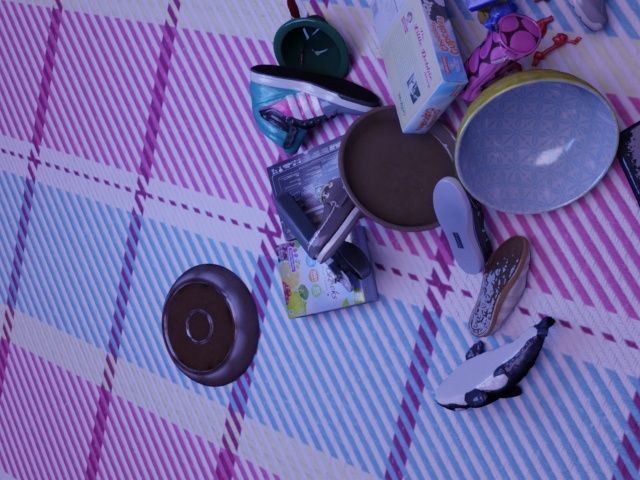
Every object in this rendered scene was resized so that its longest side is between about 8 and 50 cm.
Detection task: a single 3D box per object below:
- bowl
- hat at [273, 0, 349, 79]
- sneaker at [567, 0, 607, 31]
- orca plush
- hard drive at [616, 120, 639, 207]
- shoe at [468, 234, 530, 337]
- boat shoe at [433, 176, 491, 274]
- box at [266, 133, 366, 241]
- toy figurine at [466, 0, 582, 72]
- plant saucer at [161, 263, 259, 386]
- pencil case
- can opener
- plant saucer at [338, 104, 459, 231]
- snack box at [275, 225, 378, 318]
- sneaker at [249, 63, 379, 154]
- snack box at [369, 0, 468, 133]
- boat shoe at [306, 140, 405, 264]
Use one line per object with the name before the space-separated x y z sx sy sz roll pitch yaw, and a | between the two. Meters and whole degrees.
bowl | 0.387 -0.206 1.501 0.289 0.289 0.156 -37 29 27
hat | -0.006 -0.479 1.840 0.173 0.183 0.208 -5 132 23
sneaker | 0.497 -0.525 1.475 0.115 0.105 0.281 -10 85 32
orca plush | 0.364 0.260 1.603 0.287 0.102 0.151 -47 22 14
hard drive | 0.651 -0.167 1.413 0.255 0.054 0.172 -26 77 30
shoe | 0.360 0.093 1.605 0.076 0.058 0.219 35 105 48
boat shoe | 0.287 -0.039 1.575 0.080 0.076 0.228 10 134 46
box | 0.002 -0.116 1.822 0.231 0.056 0.183 -20 81 31
toy figurine | 0.334 -0.513 1.513 0.191 0.217 0.362 -14 84 32
plant saucer | -0.290 0.213 2.017 0.311 0.050 0.310 1 91 33
pencil case | 0.316 -0.327 1.485 0.095 0.209 0.098 19 70 -6
can opener | 0.000 0.000 1.750 0.093 0.074 0.280 -36 64 -13
plant saucer | 0.167 -0.143 1.633 0.277 0.278 0.041 67 161 13
snack box | 0.012 0.072 1.810 0.207 0.070 0.174 -16 81 30
sneaker | -0.025 -0.272 1.802 0.296 0.124 0.178 16 120 12
snack box | 0.188 -0.398 1.610 0.187 0.060 0.321 128 134 -60
boat shoe | 0.059 -0.098 1.674 0.097 0.116 0.324 34 73 4
